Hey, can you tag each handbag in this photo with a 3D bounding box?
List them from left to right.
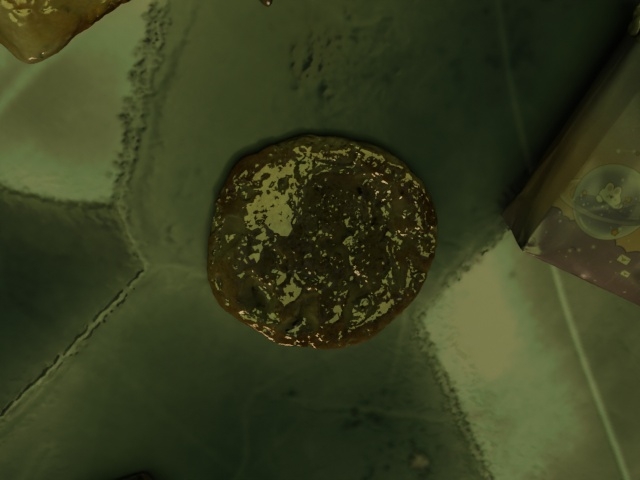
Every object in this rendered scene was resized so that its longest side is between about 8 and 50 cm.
[{"bbox_3d":[0.204,-0.050,0.795,0.117,0.095,0.173,23,109,-21],"label":"handbag"}]

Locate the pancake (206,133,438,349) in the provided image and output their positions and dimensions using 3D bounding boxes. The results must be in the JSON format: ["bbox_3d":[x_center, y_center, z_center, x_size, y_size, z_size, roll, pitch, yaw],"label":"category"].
[{"bbox_3d":[0.000,0.000,0.816,0.152,0.025,0.151,-3,113,-8],"label":"pancake"}]

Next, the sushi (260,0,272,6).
[{"bbox_3d":[-0.011,-0.221,0.589,0.219,0.225,0.238,-12,115,-8],"label":"sushi"}]

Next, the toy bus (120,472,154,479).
[{"bbox_3d":[-0.114,0.244,0.877,0.072,0.057,0.172,-24,114,-10],"label":"toy bus"}]

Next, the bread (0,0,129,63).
[{"bbox_3d":[-0.148,-0.166,0.698,0.125,0.082,0.106,-38,123,-5],"label":"bread"}]
